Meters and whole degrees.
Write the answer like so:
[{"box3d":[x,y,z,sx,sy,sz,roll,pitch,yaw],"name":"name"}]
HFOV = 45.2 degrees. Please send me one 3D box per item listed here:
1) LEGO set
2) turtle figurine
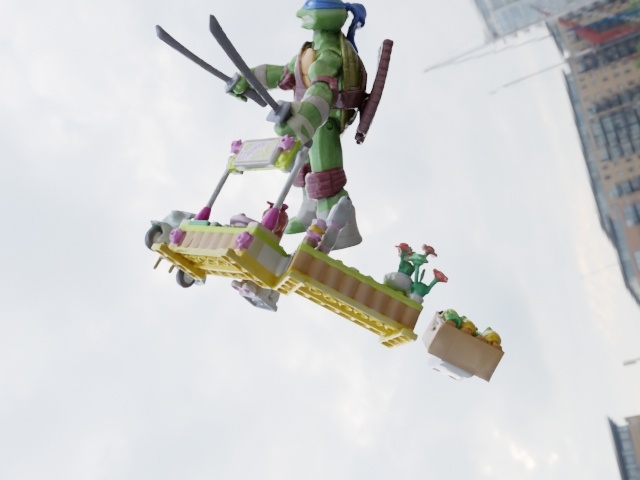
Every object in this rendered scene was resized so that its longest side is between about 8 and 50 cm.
[{"box3d":[0.000,0.000,0.554,0.107,0.287,0.132,-65,-28,-20],"name":"LEGO set"},{"box3d":[-0.051,-0.121,0.828,0.275,0.198,0.266,-25,-66,-43],"name":"turtle figurine"}]
